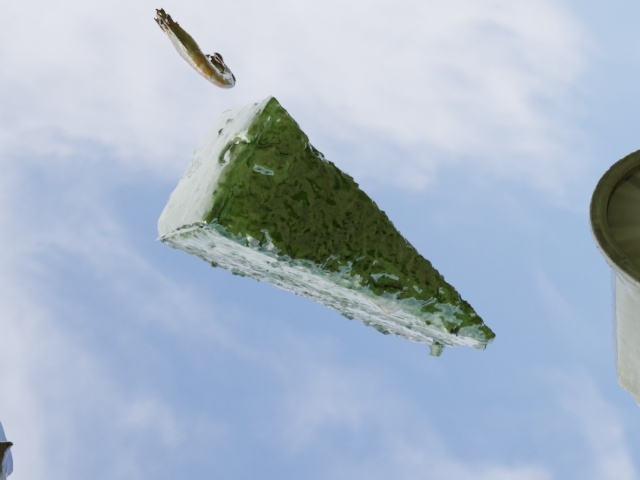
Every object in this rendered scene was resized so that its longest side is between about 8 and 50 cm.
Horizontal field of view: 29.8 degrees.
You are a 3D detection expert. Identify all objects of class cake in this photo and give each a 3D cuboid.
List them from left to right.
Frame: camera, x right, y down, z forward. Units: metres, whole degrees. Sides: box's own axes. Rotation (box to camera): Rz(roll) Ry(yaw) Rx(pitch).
[{"bbox_3d":[0.018,-0.004,0.790,0.235,0.100,0.099,25,-105,-26],"label":"cake"}]

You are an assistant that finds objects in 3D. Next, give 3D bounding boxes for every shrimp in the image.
[{"bbox_3d":[-0.131,-0.203,1.278,0.114,0.023,0.083,47,-164,2],"label":"shrimp"}]

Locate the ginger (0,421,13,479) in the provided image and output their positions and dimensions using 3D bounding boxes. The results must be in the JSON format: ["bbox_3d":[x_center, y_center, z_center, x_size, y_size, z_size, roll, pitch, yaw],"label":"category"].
[{"bbox_3d":[-0.362,0.197,0.890,0.200,0.223,0.269,44,-130,9],"label":"ginger"}]

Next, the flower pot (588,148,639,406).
[{"bbox_3d":[0.337,0.044,1.068,0.212,0.203,0.212,-3,-133,3],"label":"flower pot"}]
